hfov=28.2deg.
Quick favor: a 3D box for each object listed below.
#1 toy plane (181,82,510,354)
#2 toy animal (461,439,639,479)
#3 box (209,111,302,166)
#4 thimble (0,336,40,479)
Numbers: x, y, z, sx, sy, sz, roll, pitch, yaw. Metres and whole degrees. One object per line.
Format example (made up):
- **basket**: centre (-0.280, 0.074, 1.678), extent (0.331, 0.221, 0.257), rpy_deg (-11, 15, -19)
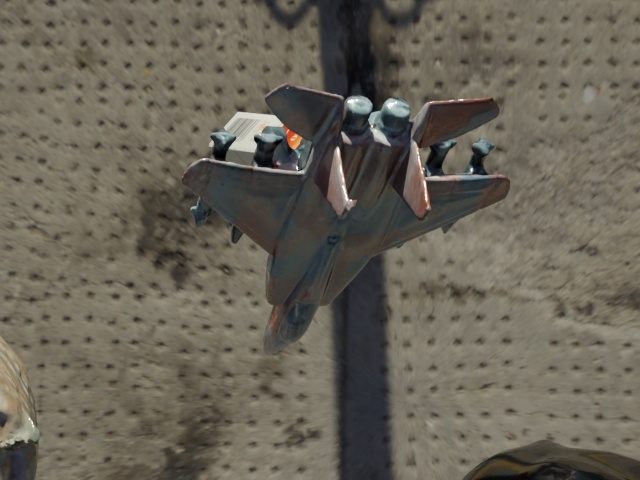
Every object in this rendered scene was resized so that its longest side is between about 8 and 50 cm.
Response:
- **toy plane**: centre (-0.001, -0.007, 0.895), extent (0.223, 0.326, 0.104), rpy_deg (2, 65, -17)
- **toy animal**: centre (0.222, 0.221, 0.645), extent (0.310, 0.251, 0.250), rpy_deg (-9, 81, 33)
- **box**: centre (-0.016, -0.051, 0.998), extent (0.100, 0.152, 0.048), rpy_deg (45, 74, -25)
- **thimble**: centre (-0.337, 0.178, 1.053), extent (0.196, 0.148, 0.229), rpy_deg (25, 97, -17)
